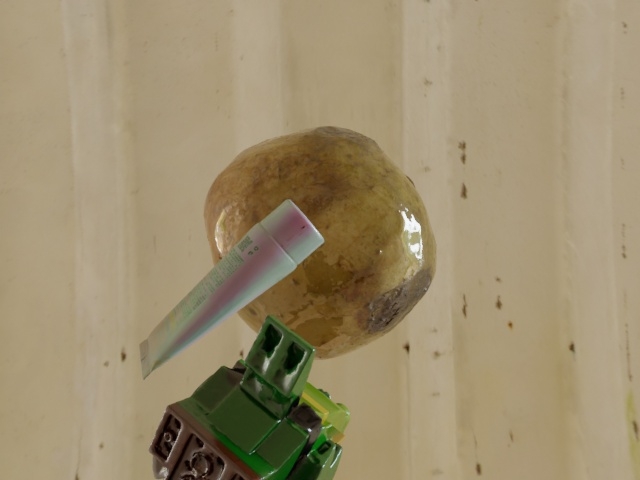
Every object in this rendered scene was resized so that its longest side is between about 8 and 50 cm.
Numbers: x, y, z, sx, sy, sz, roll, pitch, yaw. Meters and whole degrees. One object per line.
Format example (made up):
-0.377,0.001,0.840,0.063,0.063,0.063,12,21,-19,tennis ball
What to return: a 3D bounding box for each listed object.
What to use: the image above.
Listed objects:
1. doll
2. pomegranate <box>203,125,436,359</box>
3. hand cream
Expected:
-0.035,0.136,0.591,0.106,0.186,0.134,33,-98,23,doll
0.000,0.000,0.996,0.282,0.281,0.281,0,-69,1,pomegranate
-0.077,0.039,0.680,0.174,0.076,0.047,-41,-71,-2,hand cream
